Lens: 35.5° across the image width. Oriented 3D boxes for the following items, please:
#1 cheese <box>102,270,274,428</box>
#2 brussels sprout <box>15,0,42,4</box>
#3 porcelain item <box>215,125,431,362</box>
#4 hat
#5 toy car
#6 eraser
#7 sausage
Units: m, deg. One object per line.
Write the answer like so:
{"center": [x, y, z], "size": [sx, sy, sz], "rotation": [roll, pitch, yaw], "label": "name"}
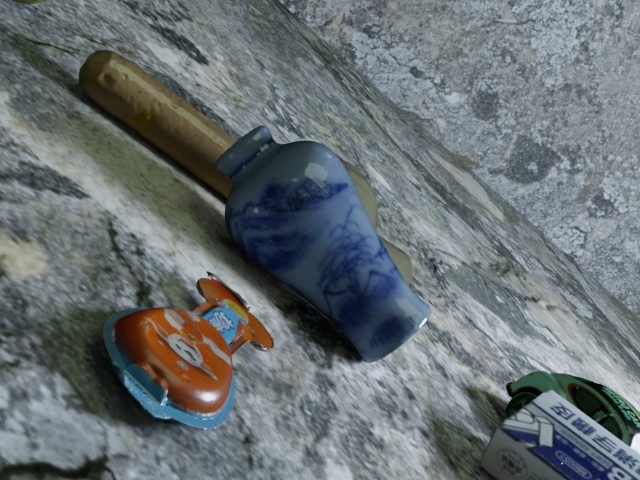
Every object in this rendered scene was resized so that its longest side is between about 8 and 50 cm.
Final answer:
{"center": [-0.090, 0.075, 0.739], "size": [0.106, 0.037, 0.256], "rotation": [44, 16, 1], "label": "cheese"}
{"center": [-0.324, -0.324, 1.099], "size": [0.155, 0.117, 0.155], "rotation": [20, 50, -25], "label": "brussels sprout"}
{"center": [0.000, 0.000, 1.011], "size": [0.259, 0.141, 0.141], "rotation": [49, 15, -4], "label": "porcelain item"}
{"center": [0.061, -0.029, 1.268], "size": [0.173, 0.144, 0.166], "rotation": [6, 35, -28], "label": "hat"}
{"center": [0.335, 0.258, 1.155], "size": [0.136, 0.125, 0.306], "rotation": [31, 17, -37], "label": "toy car"}
{"center": [0.279, 0.249, 1.005], "size": [0.210, 0.068, 0.124], "rotation": [36, 31, 28], "label": "eraser"}
{"center": [-0.131, -0.100, 1.083], "size": [0.301, 0.066, 0.066], "rotation": [39, 15, -21], "label": "sausage"}
